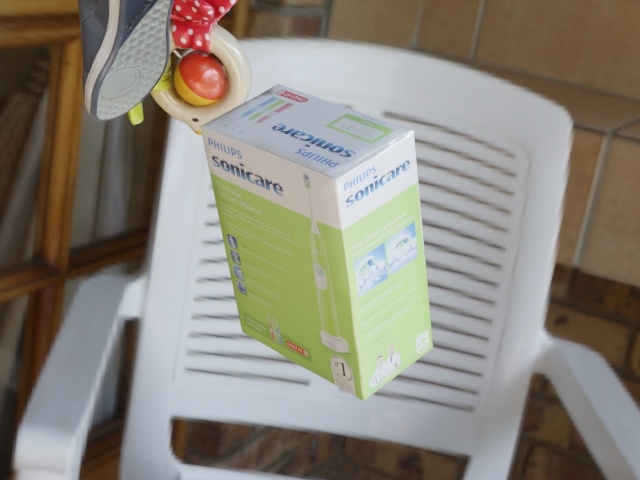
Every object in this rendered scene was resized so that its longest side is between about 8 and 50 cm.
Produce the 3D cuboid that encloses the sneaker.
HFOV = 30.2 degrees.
[{"bbox_3d":[-0.222,-0.244,1.188,0.086,0.226,0.163,-21,59,-37],"label":"sneaker"}]

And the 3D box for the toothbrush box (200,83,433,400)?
[{"bbox_3d":[0.000,0.000,1.286,0.122,0.283,0.206,-34,40,-32],"label":"toothbrush box"}]

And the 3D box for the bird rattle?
[{"bbox_3d":[-0.190,-0.268,1.730,0.207,0.253,0.143,42,24,-16],"label":"bird rattle"}]
